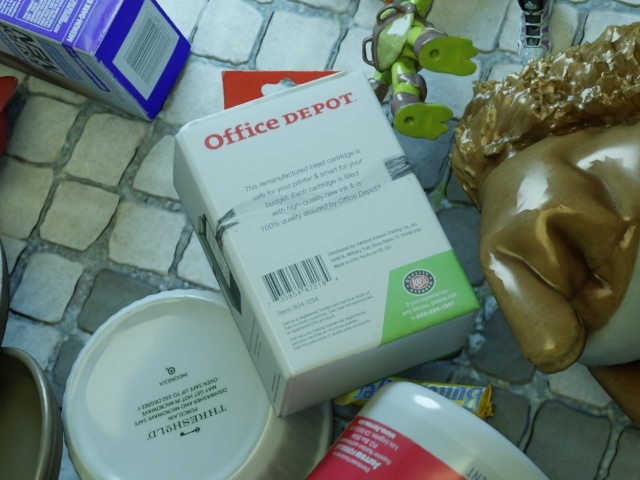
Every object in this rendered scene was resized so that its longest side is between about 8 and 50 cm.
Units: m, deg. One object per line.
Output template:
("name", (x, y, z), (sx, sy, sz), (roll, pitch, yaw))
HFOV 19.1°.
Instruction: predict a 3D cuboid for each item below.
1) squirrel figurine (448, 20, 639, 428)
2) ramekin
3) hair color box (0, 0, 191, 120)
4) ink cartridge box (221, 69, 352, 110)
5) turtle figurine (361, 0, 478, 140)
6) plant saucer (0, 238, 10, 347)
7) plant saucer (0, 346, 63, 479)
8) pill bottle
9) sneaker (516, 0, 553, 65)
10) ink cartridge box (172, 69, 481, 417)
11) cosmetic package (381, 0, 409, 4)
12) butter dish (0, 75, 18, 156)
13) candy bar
("squirrel figurine", (0.330, -0.077, 1.746), (0.370, 0.281, 0.397), (-36, 52, 16))
("ramekin", (-0.130, 0.171, 1.878), (0.272, 0.127, 0.273), (-5, 68, 13))
("hair color box", (-0.329, -0.256, 2.058), (0.338, 0.185, 0.110), (23, 79, 22))
("ink cartridge box", (-0.036, -0.082, 1.948), (0.145, 0.045, 0.179), (2, 105, 15))
("turtle figurine", (0.095, -0.203, 1.889), (0.269, 0.087, 0.217), (-55, 22, 16))
("plant saucer", (-0.423, 0.094, 1.977), (0.310, 0.050, 0.311), (-20, 57, 34))
("plant saucer", (-0.340, 0.241, 1.888), (0.278, 0.041, 0.278), (-30, 47, 38))
("pill bottle", (0.026, 0.345, 1.696), (0.229, 0.229, 0.408), (33, 75, 23))
("sneaker", (0.217, -0.232, 1.967), (0.038, 0.069, 0.098), (-2, 70, 15))
("ink cartridge box", (0.000, 0.000, 1.805), (0.198, 0.115, 0.273), (-19, 68, -15))
("cosmetic package", (0.137, -0.358, 2.021), (0.239, 0.099, 0.060), (-43, 66, -4))
("butter dish", (-0.403, -0.098, 2.063), (0.160, 0.118, 0.160), (-9, 28, 12))
("candy bar", (0.094, 0.153, 1.885), (0.161, 0.018, 0.040), (5, 72, 17))
